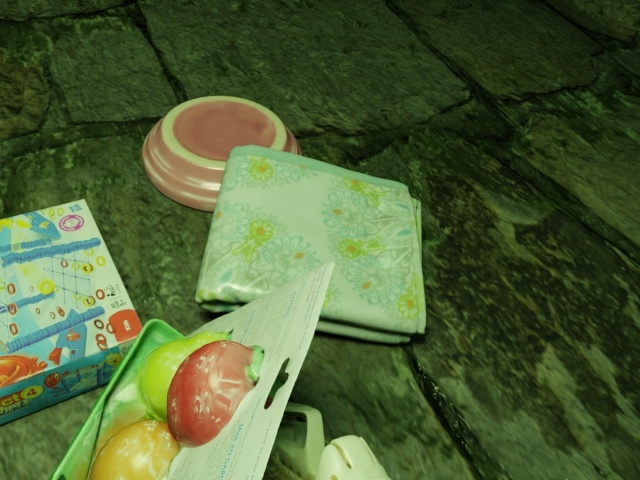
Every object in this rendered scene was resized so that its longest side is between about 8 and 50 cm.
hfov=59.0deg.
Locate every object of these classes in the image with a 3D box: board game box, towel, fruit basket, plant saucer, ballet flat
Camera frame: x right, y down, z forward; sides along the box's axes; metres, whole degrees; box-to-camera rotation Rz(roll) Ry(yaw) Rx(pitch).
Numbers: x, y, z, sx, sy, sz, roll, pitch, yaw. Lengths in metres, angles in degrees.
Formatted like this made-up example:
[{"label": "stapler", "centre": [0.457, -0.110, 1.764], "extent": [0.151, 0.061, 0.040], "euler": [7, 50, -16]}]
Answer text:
[{"label": "board game box", "centre": [-0.450, 0.101, 0.826], "extent": [0.301, 0.086, 0.308], "euler": [-19, 53, -27]}, {"label": "towel", "centre": [0.000, 0.000, 0.973], "extent": [0.374, 0.090, 0.321], "euler": [12, 50, -9]}, {"label": "fruit basket", "centre": [-0.138, 0.203, 0.630], "extent": [0.165, 0.353, 0.327], "euler": [48, 38, -25]}, {"label": "plant saucer", "centre": [-0.199, -0.197, 1.170], "extent": [0.331, 0.084, 0.332], "euler": [6, 45, -6]}, {"label": "ballet flat", "centre": [0.000, 0.257, 0.634], "extent": [0.123, 0.123, 0.348], "euler": [-25, 21, -31]}]

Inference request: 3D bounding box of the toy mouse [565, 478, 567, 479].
[{"label": "toy mouse", "centre": [0.349, 0.392, 0.746], "extent": [0.160, 0.031, 0.143], "euler": [-2, 47, -14]}]
